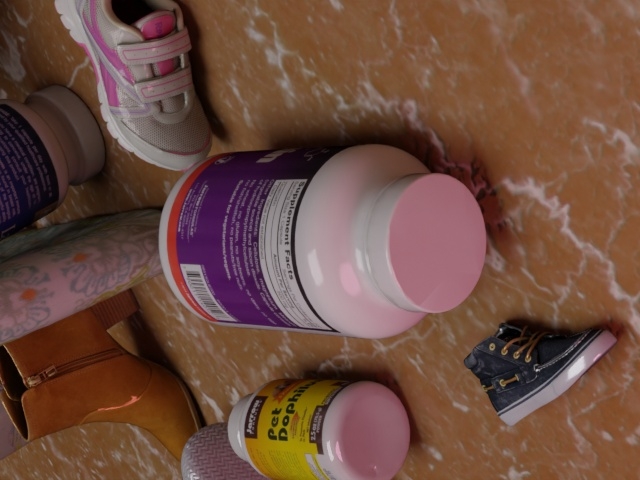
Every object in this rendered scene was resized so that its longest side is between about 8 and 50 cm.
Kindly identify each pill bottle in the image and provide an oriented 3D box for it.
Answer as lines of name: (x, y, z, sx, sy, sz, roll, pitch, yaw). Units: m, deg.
pill bottle: (0.000, 0.000, 1.444, 0.323, 0.181, 0.181, 1, 117, 49)
pill bottle: (-0.009, 0.212, 1.676, 0.215, 0.117, 0.117, -6, 112, 51)
pill bottle: (-0.395, -0.077, 1.785, 0.153, 0.265, 0.153, 32, 139, 33)

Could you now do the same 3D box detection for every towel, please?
towel: (-0.372, 0.051, 1.809, 0.374, 0.320, 0.090, -6, 107, 53)

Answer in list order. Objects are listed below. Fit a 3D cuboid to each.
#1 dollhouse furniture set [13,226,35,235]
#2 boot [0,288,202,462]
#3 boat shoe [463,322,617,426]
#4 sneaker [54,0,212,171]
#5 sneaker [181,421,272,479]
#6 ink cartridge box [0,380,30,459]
dollhouse furniture set: (-0.462, -0.037, 2.068, 0.114, 0.091, 0.081, -12, 92, 56)
boot: (-0.288, 0.208, 1.925, 0.104, 0.211, 0.295, -9, 109, 53)
boat shoe: (0.195, 0.107, 1.393, 0.083, 0.065, 0.183, 51, 146, 7)
sneaker: (-0.186, -0.190, 1.586, 0.111, 0.103, 0.252, -21, 101, 56)
sneaker: (-0.055, 0.412, 1.881, 0.366, 0.137, 0.210, 49, 146, 18)
ink cartridge box: (-0.496, 0.245, 2.235, 0.127, 0.176, 0.128, 43, 142, 23)
